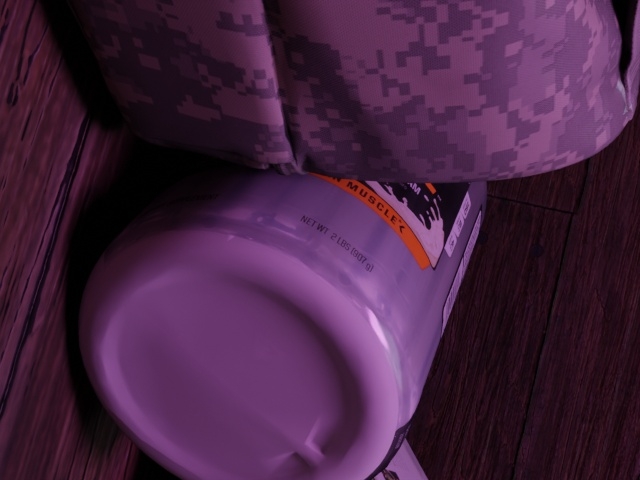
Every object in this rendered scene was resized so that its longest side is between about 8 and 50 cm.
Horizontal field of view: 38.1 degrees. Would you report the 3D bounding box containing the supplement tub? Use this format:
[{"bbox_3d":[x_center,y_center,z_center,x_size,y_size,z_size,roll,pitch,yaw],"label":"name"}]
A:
[{"bbox_3d":[0.000,0.000,0.607,0.316,0.194,0.193,-59,158,-55],"label":"supplement tub"}]

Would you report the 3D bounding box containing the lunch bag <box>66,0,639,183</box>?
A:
[{"bbox_3d":[0.030,-0.168,0.404,0.305,0.256,0.212,82,26,-54],"label":"lunch bag"}]

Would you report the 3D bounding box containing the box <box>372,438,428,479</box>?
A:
[{"bbox_3d":[0.025,0.212,0.718,0.058,0.232,0.322,-36,147,10],"label":"box"}]
